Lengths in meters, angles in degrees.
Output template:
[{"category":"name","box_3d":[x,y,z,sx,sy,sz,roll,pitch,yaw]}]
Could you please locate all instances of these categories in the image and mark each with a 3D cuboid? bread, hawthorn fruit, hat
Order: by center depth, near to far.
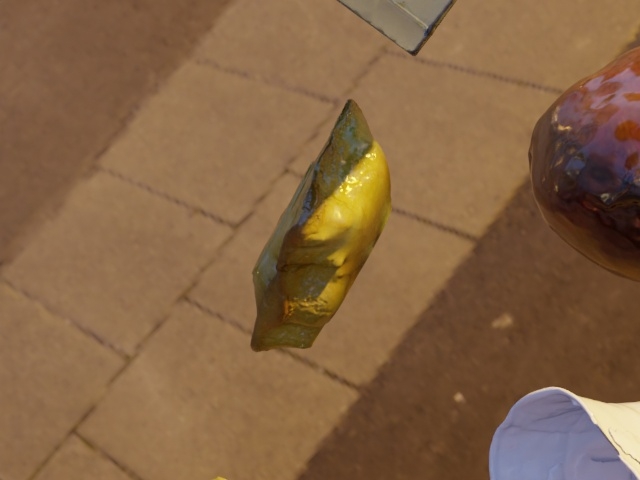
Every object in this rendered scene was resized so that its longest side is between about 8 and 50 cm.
[{"category":"hat","box_3d":[0.222,0.184,1.089,0.126,0.203,0.203,-16,28,-29]},{"category":"bread","box_3d":[0.000,0.000,1.384,0.161,0.088,0.233,-59,-1,-36]},{"category":"hawthorn fruit","box_3d":[0.402,-0.096,1.869,0.325,0.308,0.308,21,67,36]}]

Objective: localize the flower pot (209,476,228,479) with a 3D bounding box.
[{"category":"flower pot","box_3d":[-0.081,0.242,0.879,0.195,0.195,0.179,-30,54,13]}]

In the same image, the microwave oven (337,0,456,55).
[{"category":"microwave oven","box_3d":[0.052,-0.329,1.216,0.286,0.218,0.355,-54,9,12]}]
